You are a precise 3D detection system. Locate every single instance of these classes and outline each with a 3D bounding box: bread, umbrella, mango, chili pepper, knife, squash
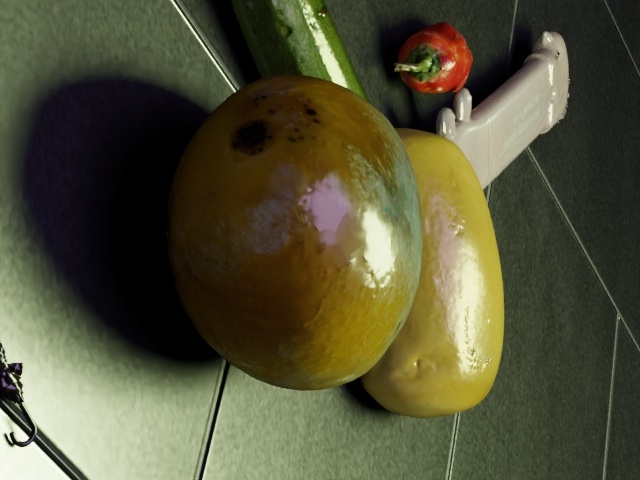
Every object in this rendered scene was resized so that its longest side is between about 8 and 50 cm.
[{"bbox_3d":[0.082,0.022,1.405,0.147,0.098,0.217,1,83,-68],"label":"bread"},{"bbox_3d":[-0.170,0.052,0.970,0.022,0.013,0.122,-38,119,-37],"label":"umbrella"},{"bbox_3d":[0.000,0.000,1.192,0.316,0.146,0.192,29,59,-71],"label":"mango"},{"bbox_3d":[0.097,-0.146,1.540,0.059,0.050,0.191,62,20,-2],"label":"chili pepper"},{"bbox_3d":[0.156,-0.099,1.658,0.398,0.038,0.132,-40,133,-61],"label":"knife"},{"bbox_3d":[-0.014,-0.129,1.292,0.228,0.066,0.066,66,29,-27],"label":"squash"}]
